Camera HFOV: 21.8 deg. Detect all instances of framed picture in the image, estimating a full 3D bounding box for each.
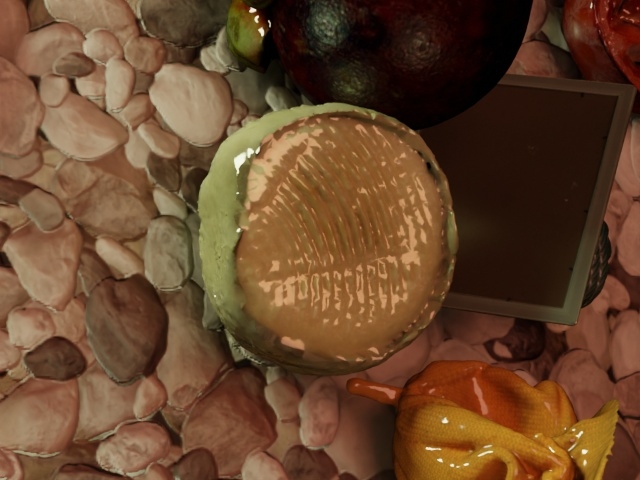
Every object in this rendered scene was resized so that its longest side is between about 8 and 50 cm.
[{"bbox_3d":[0.180,-0.050,1.685,0.019,0.232,0.296,68,36,-53],"label":"framed picture"}]

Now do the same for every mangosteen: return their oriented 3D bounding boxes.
[{"bbox_3d":[0.056,-0.250,1.591,0.300,0.300,0.300,12,67,-30],"label":"mangosteen"}]

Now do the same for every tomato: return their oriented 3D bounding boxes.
[{"bbox_3d":[0.362,-0.245,1.918,0.228,0.101,0.228,8,77,-36],"label":"tomato"}]

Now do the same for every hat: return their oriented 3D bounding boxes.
[{"bbox_3d":[0.124,0.194,1.553,0.233,0.233,0.244,30,15,2],"label":"hat"}]

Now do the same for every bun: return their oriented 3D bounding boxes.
[{"bbox_3d":[0.000,0.000,1.544,0.259,0.152,0.259,0,90,-27],"label":"bun"}]

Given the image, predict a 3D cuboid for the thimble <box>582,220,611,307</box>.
[{"bbox_3d":[0.238,0.008,1.729,0.090,0.118,0.135,-4,75,-33],"label":"thimble"}]
